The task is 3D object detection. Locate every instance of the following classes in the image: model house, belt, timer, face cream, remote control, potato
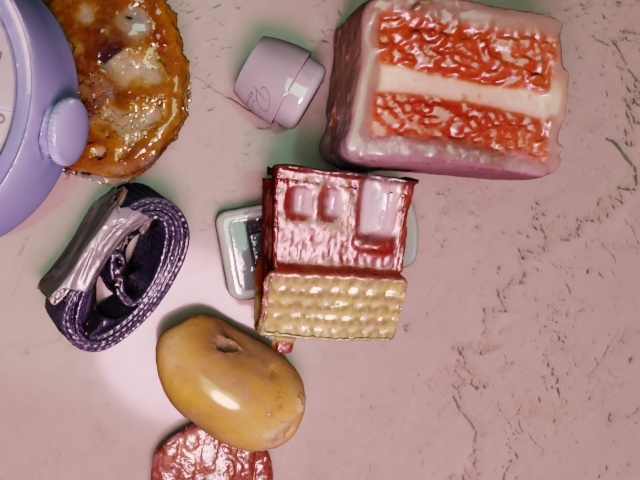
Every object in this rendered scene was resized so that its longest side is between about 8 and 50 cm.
[{"bbox_3d":[0.012,0.030,1.096,0.196,0.160,0.254,5,96,-12],"label":"model house"},{"bbox_3d":[-0.285,0.030,1.110,0.139,0.126,0.230,35,86,-35],"label":"belt"},{"bbox_3d":[-0.468,-0.168,0.976,0.395,0.173,0.395,0,88,10],"label":"timer"},{"bbox_3d":[-0.057,-0.222,1.140,0.104,0.117,0.117,29,88,-4],"label":"face cream"},{"bbox_3d":[0.000,0.000,1.198,0.296,0.056,0.140,-10,98,-10],"label":"remote control"},{"bbox_3d":[-0.130,0.203,1.139,0.234,0.150,0.146,32,91,-5],"label":"potato"}]

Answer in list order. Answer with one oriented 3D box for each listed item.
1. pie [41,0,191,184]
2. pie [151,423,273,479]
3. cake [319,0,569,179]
[{"bbox_3d":[-0.296,-0.212,1.077,0.308,0.085,0.308,0,90,7],"label":"pie"},{"bbox_3d":[-0.160,0.350,1.195,0.182,0.049,0.182,-1,95,-13],"label":"pie"},{"bbox_3d":[0.167,-0.202,1.134,0.309,0.230,0.237,5,96,-13],"label":"cake"}]
